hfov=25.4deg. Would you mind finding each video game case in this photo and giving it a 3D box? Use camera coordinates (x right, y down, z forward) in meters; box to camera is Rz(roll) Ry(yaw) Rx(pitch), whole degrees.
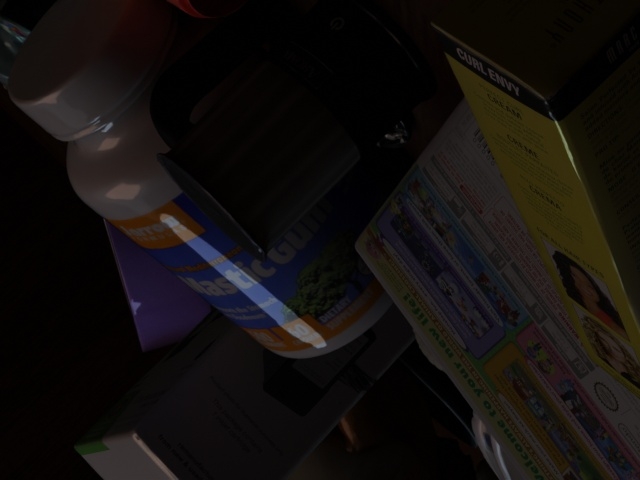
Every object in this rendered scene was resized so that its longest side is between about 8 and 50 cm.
[{"bbox_3d":[0.113,0.043,0.731,0.212,0.023,0.193,54,152,11],"label":"video game case"}]

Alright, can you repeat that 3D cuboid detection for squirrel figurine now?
[{"bbox_3d":[-0.035,0.276,1.621,0.370,0.281,0.397,-4,169,38],"label":"squirrel figurine"}]

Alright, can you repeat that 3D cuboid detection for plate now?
[{"bbox_3d":[0.114,0.159,1.589,0.188,0.024,0.188,44,171,9],"label":"plate"}]

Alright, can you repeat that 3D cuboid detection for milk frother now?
[{"bbox_3d":[-0.011,-0.054,0.810,0.129,0.135,0.143,36,168,48],"label":"milk frother"}]

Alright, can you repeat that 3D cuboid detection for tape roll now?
[{"bbox_3d":[-0.204,-0.012,1.662,0.275,0.090,0.274,163,90,-81],"label":"tape roll"}]

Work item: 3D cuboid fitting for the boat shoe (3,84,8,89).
[{"bbox_3d":[-0.275,-0.185,1.252,0.324,0.123,0.116,4,118,62],"label":"boat shoe"}]

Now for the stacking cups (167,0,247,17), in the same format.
[{"bbox_3d":[-0.157,-0.226,0.851,0.316,0.096,0.096,36,168,37],"label":"stacking cups"}]

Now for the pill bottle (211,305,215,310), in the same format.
[{"bbox_3d":[-0.070,0.076,1.704,0.130,0.130,0.246,45,172,-1],"label":"pill bottle"}]

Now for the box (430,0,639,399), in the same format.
[{"bbox_3d":[0.121,-0.022,0.519,0.058,0.087,0.232,41,172,39],"label":"box"}]

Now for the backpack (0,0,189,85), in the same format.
[{"bbox_3d":[-0.193,-0.180,1.013,0.166,0.144,0.188,21,-158,-49],"label":"backpack"}]

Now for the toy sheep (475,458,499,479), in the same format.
[{"bbox_3d":[0.216,0.292,1.541,0.132,0.091,0.091,49,172,12],"label":"toy sheep"}]

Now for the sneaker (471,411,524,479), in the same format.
[{"bbox_3d":[0.220,0.227,1.144,0.281,0.105,0.115,51,170,-33],"label":"sneaker"}]

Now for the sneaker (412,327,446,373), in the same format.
[{"bbox_3d":[0.145,0.046,0.804,0.237,0.086,0.085,5,112,59],"label":"sneaker"}]

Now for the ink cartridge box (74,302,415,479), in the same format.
[{"bbox_3d":[-0.048,0.107,1.153,0.115,0.273,0.198,48,156,-7],"label":"ink cartridge box"}]

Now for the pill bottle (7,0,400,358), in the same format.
[{"bbox_3d":[-0.069,-0.051,0.934,0.272,0.152,0.152,41,175,-34],"label":"pill bottle"}]
